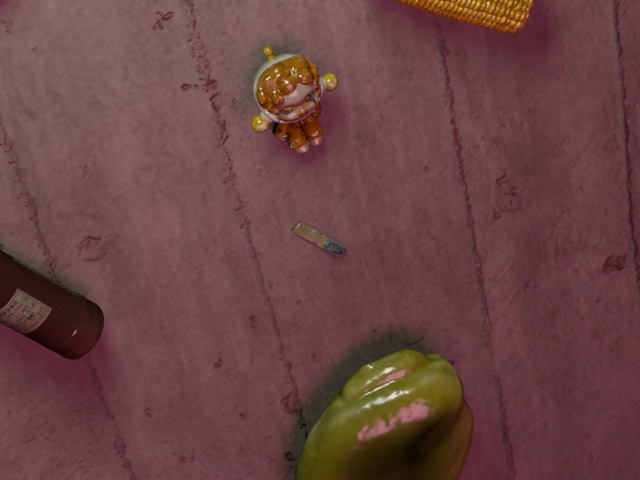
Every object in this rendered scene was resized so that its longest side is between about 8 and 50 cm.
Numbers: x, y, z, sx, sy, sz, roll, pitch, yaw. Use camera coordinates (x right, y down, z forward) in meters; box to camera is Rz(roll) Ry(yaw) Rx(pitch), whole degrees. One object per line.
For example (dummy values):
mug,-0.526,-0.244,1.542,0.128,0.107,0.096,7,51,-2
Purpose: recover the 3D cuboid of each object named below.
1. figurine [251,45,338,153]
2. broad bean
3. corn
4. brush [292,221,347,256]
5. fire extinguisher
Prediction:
figurine,-0.026,-0.154,1.986,0.101,0.068,0.143,-45,144,13
broad bean,0.089,0.264,2.318,0.238,0.119,0.291,8,119,-33
corn,0.132,-0.286,1.959,0.248,0.081,0.081,13,116,-35
brush,0.000,0.000,2.145,0.084,0.013,0.016,29,108,-39
fire extinguisher,-0.350,0.061,1.966,0.099,0.071,0.231,-28,138,31
